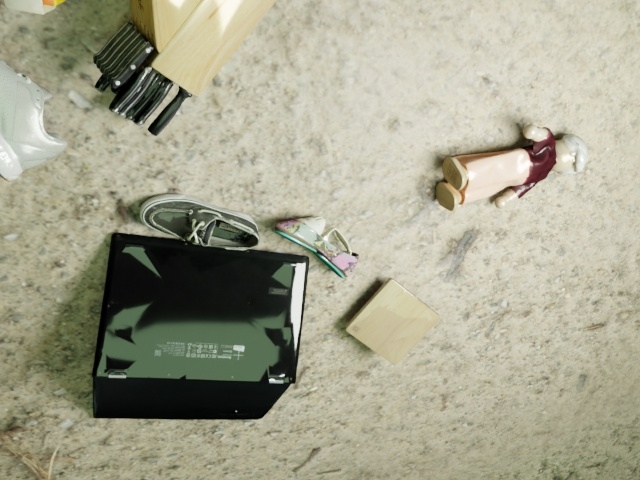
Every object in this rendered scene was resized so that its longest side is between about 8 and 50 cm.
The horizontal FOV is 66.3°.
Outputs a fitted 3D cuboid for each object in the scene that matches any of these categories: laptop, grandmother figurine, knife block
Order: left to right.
[{"bbox_3d":[-0.199,-0.283,0.740,0.275,0.088,0.242,-23,147,-29],"label":"knife block"},{"bbox_3d":[-0.259,0.211,1.036,0.381,0.236,0.408,8,87,-20],"label":"laptop"},{"bbox_3d":[0.422,-0.161,1.039,0.342,0.104,0.208,-14,149,-15],"label":"grandmother figurine"}]

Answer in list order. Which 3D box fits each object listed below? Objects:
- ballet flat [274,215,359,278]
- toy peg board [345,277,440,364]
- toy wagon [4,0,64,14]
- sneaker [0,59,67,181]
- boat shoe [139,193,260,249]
[{"bbox_3d":[0.000,0.000,0.996,0.221,0.077,0.079,36,84,-37],"label":"ballet flat"},{"bbox_3d":[0.164,0.179,1.158,0.160,0.079,0.161,37,101,-16],"label":"toy peg board"},{"bbox_3d":[-0.313,-0.431,0.517,0.068,0.267,0.344,3,117,-23],"label":"toy wagon"},{"bbox_3d":[-0.464,-0.225,0.699,0.121,0.099,0.262,-31,124,-26],"label":"sneaker"},{"bbox_3d":[-0.215,-0.029,0.896,0.219,0.070,0.078,9,115,-24],"label":"boat shoe"}]
